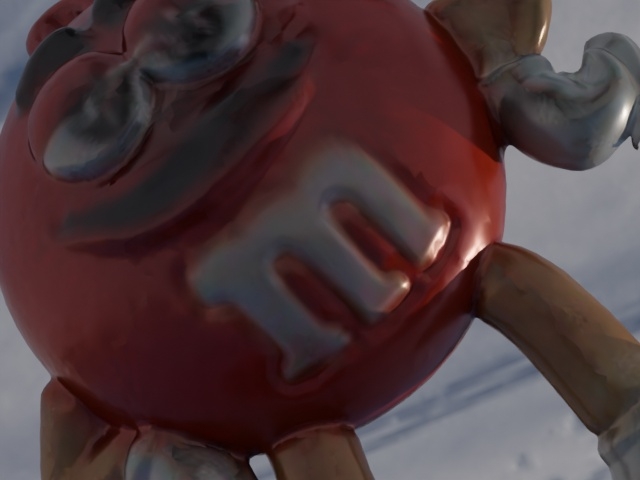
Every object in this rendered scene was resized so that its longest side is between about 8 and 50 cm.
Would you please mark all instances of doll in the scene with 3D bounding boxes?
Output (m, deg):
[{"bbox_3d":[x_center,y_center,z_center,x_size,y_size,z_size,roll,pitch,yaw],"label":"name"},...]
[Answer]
[{"bbox_3d":[0.000,0.000,0.485,0.183,0.217,0.085,-34,157,-4],"label":"doll"}]
